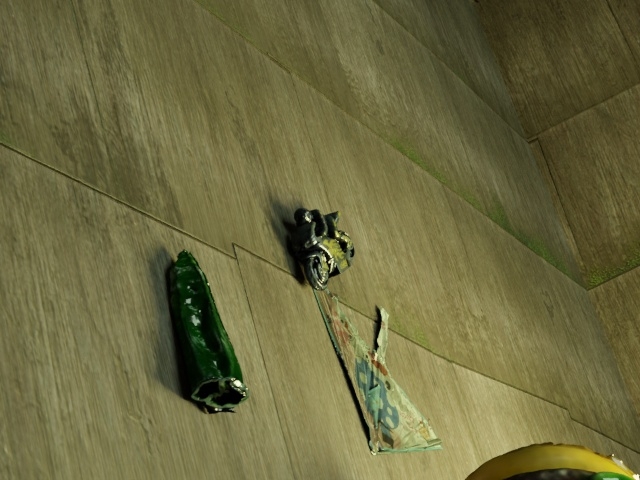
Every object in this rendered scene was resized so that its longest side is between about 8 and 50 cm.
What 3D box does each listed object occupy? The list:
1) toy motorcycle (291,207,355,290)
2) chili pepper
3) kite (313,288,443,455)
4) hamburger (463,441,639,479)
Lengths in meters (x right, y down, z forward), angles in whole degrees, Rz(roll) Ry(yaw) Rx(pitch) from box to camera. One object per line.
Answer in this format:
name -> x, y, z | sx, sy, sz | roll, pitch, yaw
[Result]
toy motorcycle -> 0.000, 0.000, 2.199 | 0.124, 0.061, 0.193 | 63, 25, -8
chili pepper -> -0.146, 0.102, 1.742 | 0.088, 0.059, 0.227 | 44, 22, -51
kite -> 0.094, 0.212, 2.225 | 0.406, 0.014, 0.368 | 53, 23, -25
hamburger -> 0.319, 0.472, 1.886 | 0.396, 0.395, 0.277 | 59, 7, -9
